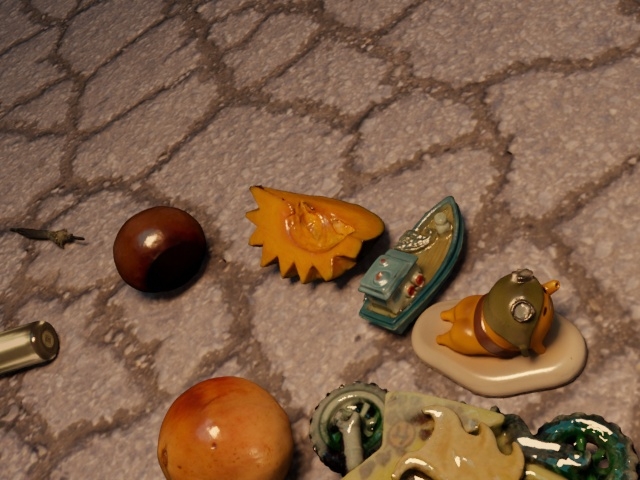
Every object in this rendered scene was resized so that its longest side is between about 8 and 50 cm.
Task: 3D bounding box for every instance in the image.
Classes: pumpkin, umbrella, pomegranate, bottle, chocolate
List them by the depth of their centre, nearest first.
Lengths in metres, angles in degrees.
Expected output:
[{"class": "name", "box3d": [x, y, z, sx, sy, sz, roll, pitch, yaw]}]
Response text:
[{"class": "pomegranate", "box3d": [-0.128, 0.284, 1.083, 0.191, 0.191, 0.191, -14, 49, 17]}, {"class": "pumpkin", "box3d": [0.000, 0.000, 1.319, 0.254, 0.149, 0.130, 25, 111, 34]}, {"class": "chocolate", "box3d": [-0.295, 0.008, 1.404, 0.177, 0.176, 0.176, -14, 49, 17]}, {"class": "bottle", "box3d": [-0.608, 0.213, 1.456, 0.254, 0.079, 0.096, -18, 10, 13]}, {"class": "umbrella", "box3d": [-0.572, -0.008, 1.648, 0.269, 0.044, 0.044, 5, 83, 41]}]

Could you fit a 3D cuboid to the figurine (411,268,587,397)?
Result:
[{"class": "figurine", "box3d": [0.225, 0.110, 1.069, 0.250, 0.141, 0.166, -2, 55, 26]}]

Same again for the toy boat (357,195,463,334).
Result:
[{"class": "toy boat", "box3d": [0.143, 0.026, 1.198, 0.109, 0.098, 0.238, 17, 59, 43]}]

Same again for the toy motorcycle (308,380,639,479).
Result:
[{"class": "toy motorcycle", "box3d": [0.158, 0.295, 0.938, 0.411, 0.168, 0.236, 2, 57, 28]}]
